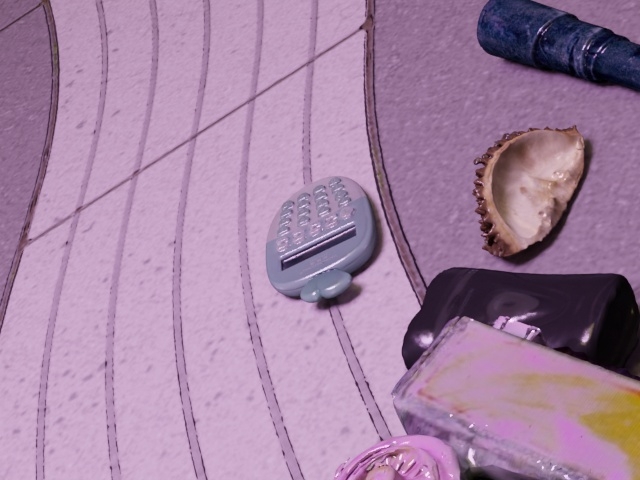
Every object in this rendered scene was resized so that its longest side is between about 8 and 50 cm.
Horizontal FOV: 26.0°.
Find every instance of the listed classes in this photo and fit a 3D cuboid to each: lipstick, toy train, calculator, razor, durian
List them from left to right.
[{"bbox_3d":[0.000,0.000,1.095,0.095,0.021,0.153,-26,36,12],"label":"calculator"},{"bbox_3d":[0.145,-0.043,1.002,0.066,0.052,0.130,5,50,39],"label":"durian"},{"bbox_3d":[0.130,0.058,0.894,0.148,0.054,0.090,0,48,38],"label":"razor"},{"bbox_3d":[0.123,0.149,0.726,0.177,0.134,0.260,-48,38,-18],"label":"toy train"},{"bbox_3d":[0.217,-0.145,1.063,0.053,0.053,0.234,-45,38,-14],"label":"lipstick"}]
